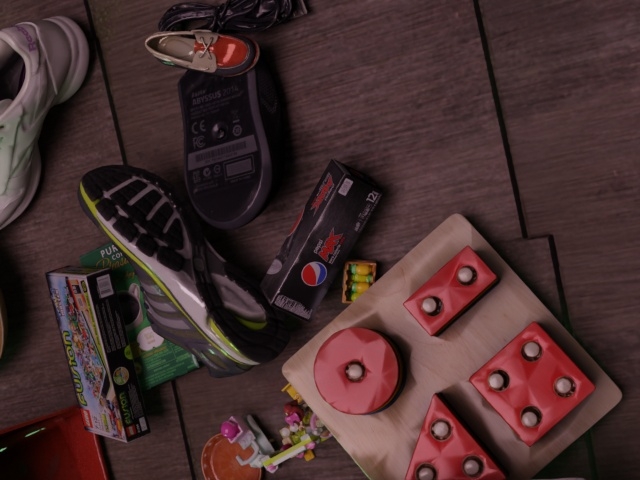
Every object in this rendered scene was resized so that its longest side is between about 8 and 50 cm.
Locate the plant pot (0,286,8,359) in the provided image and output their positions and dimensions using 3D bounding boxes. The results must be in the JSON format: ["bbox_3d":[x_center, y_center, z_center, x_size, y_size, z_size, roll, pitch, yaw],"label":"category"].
[{"bbox_3d":[-0.483,0.072,1.738,0.236,0.032,0.236,17,120,32],"label":"plant pot"}]

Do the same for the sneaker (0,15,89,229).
[{"bbox_3d":[-0.398,-0.139,1.628,0.114,0.152,0.305,34,112,18],"label":"sneaker"}]

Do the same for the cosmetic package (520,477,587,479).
[{"bbox_3d":[0.136,0.476,1.226,0.327,0.394,0.329,-11,135,29],"label":"cosmetic package"}]

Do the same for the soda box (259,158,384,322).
[{"bbox_3d":[0.000,0.000,1.463,0.053,0.060,0.169,26,102,-23],"label":"soda box"}]

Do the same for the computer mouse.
[{"bbox_3d":[-0.089,-0.144,1.515,0.188,0.072,0.272,-8,80,31],"label":"computer mouse"}]

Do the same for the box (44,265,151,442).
[{"bbox_3d":[-0.269,0.135,1.617,0.114,0.036,0.207,0,106,54],"label":"box"}]

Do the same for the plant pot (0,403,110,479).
[{"bbox_3d":[-0.425,0.374,1.661,0.235,0.267,0.267,-15,89,42],"label":"plant pot"}]

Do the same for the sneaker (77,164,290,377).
[{"bbox_3d":[-0.174,0.043,1.514,0.300,0.111,0.121,49,134,5],"label":"sneaker"}]

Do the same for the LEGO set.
[{"bbox_3d":[-0.005,0.159,1.480,0.132,0.107,0.287,41,113,18],"label":"LEGO set"}]

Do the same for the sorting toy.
[{"bbox_3d":[0.127,0.145,1.365,0.255,0.089,0.257,-42,79,4],"label":"sorting toy"}]

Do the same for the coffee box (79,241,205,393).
[{"bbox_3d":[-0.210,0.082,1.617,0.113,0.040,0.184,-25,85,29],"label":"coffee box"}]

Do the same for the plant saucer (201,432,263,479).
[{"bbox_3d":[-0.104,0.268,1.600,0.083,0.013,0.083,4,99,27],"label":"plant saucer"}]

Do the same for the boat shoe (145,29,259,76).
[{"bbox_3d":[-0.131,-0.210,1.480,0.137,0.043,0.049,10,88,32],"label":"boat shoe"}]
